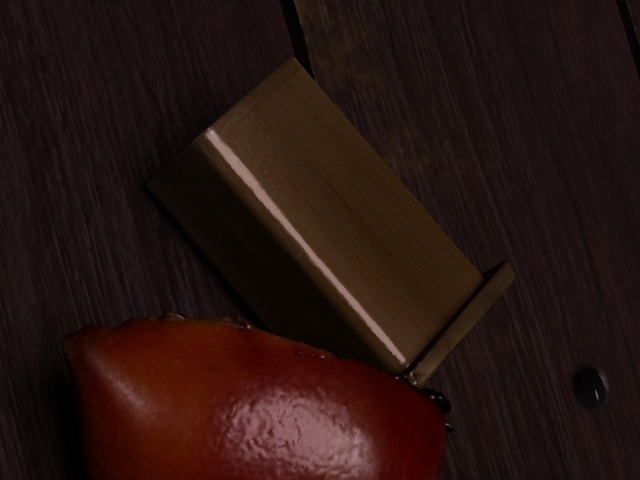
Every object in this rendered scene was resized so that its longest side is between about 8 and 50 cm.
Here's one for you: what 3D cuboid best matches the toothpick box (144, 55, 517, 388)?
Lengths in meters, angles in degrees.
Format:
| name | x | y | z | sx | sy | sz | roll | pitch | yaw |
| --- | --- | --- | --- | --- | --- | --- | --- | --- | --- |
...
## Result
| name | x | y | z | sx | sy | sz | roll | pitch | yaw |
| --- | --- | --- | --- | --- | --- | --- | --- | --- | --- |
| toothpick box | 0.000 | 0.000 | 1.372 | 0.308 | 0.190 | 0.187 | 49 | 58 | -6 |

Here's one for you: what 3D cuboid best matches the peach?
| name | x | y | z | sx | sy | sz | roll | pitch | yaw |
| --- | --- | --- | --- | --- | --- | --- | --- | --- | --- |
| peach | -0.069 | 0.201 | 1.216 | 0.361 | 0.257 | 0.201 | 23 | 61 | -27 |
